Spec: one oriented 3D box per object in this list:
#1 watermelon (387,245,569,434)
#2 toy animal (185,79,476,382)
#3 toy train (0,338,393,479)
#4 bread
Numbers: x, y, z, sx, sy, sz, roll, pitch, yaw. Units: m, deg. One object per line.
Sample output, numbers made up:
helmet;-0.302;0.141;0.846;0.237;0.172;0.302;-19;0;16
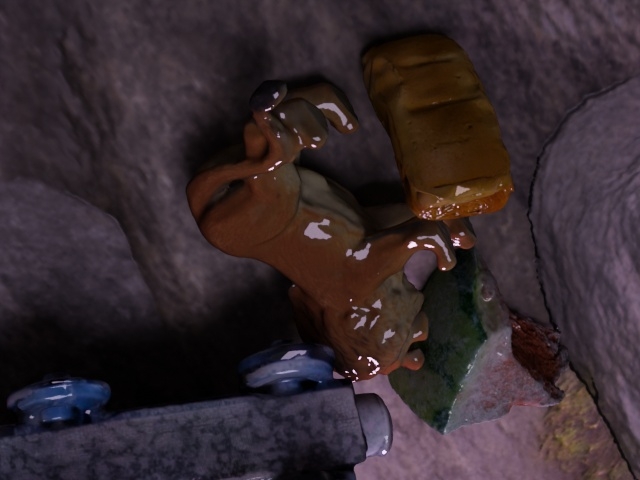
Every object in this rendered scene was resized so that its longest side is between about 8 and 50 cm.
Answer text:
watermelon;0.122;0.101;1.208;0.121;0.098;0.158;-39;137;11
toy animal;0.000;0.000;1.069;0.157;0.097;0.312;-37;132;17
toy train;-0.107;0.160;1.103;0.299;0.131;0.202;-4;159;-20
bread;0.075;-0.073;1.015;0.074;0.132;0.053;-9;147;-13
